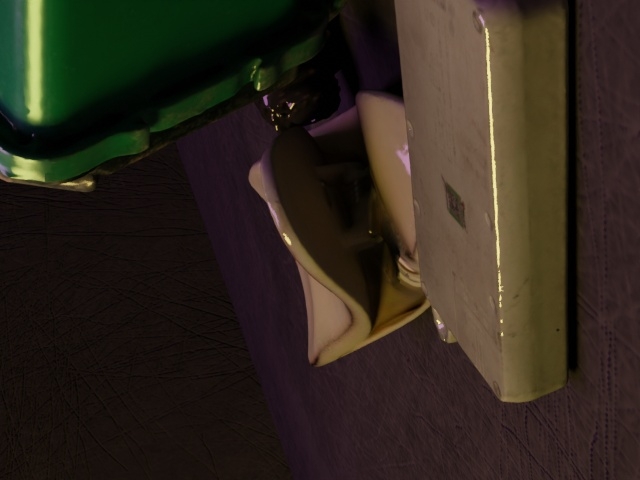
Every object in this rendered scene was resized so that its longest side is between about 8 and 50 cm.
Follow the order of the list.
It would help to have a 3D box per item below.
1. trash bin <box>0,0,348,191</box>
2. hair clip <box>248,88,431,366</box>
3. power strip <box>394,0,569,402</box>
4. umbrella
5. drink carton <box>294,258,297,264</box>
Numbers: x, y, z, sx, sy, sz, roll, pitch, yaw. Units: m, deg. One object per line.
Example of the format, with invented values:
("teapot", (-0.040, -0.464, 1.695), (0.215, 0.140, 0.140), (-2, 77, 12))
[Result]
("trash bin", (-0.120, -0.251, 0.736), (0.259, 0.295, 0.381), (45, 146, 23))
("hair clip", (0.019, -0.021, 0.889), (0.282, 0.113, 0.172), (93, 159, -78))
("power strip", (0.083, -0.036, 0.637), (0.118, 0.046, 0.270), (-123, 19, -50))
("umbrella", (-0.064, -0.235, 0.992), (0.326, 0.094, 0.090), (69, 155, 19))
("drink carton", (0.000, 0.000, 1.148), (0.071, 0.056, 0.165), (73, 175, -58))
